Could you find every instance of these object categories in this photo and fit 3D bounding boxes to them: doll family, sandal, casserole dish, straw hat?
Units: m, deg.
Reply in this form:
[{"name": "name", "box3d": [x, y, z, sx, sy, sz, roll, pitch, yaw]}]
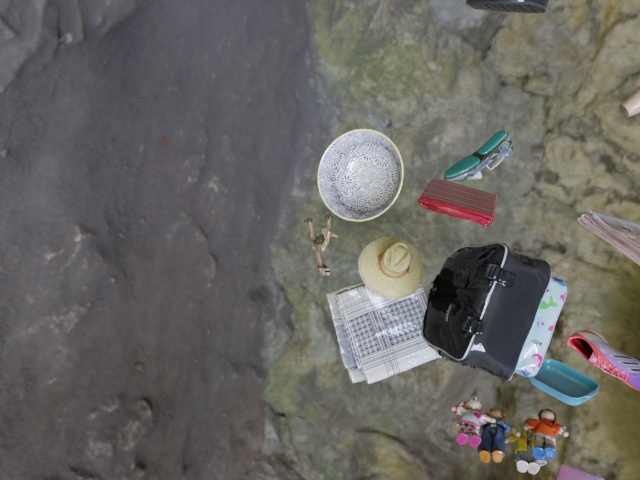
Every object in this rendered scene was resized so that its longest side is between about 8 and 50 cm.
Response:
[{"name": "doll family", "box3d": [0.435, 0.453, 1.473, 0.163, 0.262, 0.118, -51, 142, -57]}, {"name": "sandal", "box3d": [0.419, -0.565, 1.400, 0.446, 0.167, 0.107, -51, 147, -63]}, {"name": "casserole dish", "box3d": [0.612, 0.362, 1.607, 0.114, 0.188, 0.037, -17, 116, -29]}, {"name": "straw hat", "box3d": [0.149, 0.038, 1.248, 0.061, 0.144, 0.144, 112, 1, -57]}]

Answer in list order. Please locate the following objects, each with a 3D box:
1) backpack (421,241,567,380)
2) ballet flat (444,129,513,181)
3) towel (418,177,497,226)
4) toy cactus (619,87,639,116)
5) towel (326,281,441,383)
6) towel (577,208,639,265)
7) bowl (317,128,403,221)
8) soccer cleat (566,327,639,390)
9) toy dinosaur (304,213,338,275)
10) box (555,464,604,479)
[{"name": "backpack", "box3d": [0.293, 0.119, 1.121, 0.225, 0.191, 0.253, -68, -164, -6]}, {"name": "ballet flat", "box3d": [0.383, -0.183, 1.506, 0.188, 0.070, 0.070, -36, 164, 2]}, {"name": "towel", "box3d": [0.378, -0.109, 1.717, 0.275, 0.198, 0.031, -44, 149, -66]}, {"name": "toy cactus", "box3d": [0.746, -0.345, 1.396, 0.180, 0.112, 0.219, -33, 176, 4]}, {"name": "towel", "box3d": [0.204, 0.273, 2.013, 0.056, 0.324, 0.312, 158, -85, -84]}, {"name": "towel", "box3d": [0.872, 0.032, 1.609, 0.053, 0.331, 0.317, -67, -151, 22]}, {"name": "bowl", "box3d": [0.087, -0.117, 1.185, 0.080, 0.170, 0.170, 9, 96, -64]}, {"name": "soccer cleat", "box3d": [0.990, 0.417, 2.158, 0.116, 0.318, 0.109, -7, 122, -29]}, {"name": "toy dinosaur", "box3d": [0.000, 0.000, 1.179, 0.183, 0.053, 0.093, -78, 165, -64]}, {"name": "box", "box3d": [0.673, 0.780, 1.707, 0.213, 0.117, 0.243, -47, 140, -43]}]
